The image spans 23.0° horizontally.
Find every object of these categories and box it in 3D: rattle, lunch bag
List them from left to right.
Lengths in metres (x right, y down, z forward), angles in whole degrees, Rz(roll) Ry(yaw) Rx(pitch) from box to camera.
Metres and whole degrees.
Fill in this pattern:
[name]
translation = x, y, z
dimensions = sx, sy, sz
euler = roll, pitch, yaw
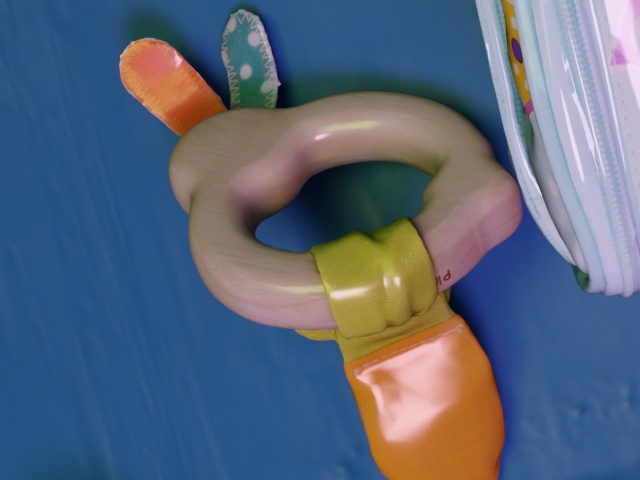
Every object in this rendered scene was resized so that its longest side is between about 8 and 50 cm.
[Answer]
[rattle]
translation = 0.000, 0.000, 0.666
dimensions = 0.199, 0.143, 0.130
euler = 26, 72, 44
[lunch bag]
translation = 0.086, -0.132, 0.466
dimensions = 0.107, 0.224, 0.279
euler = -13, 102, 10
